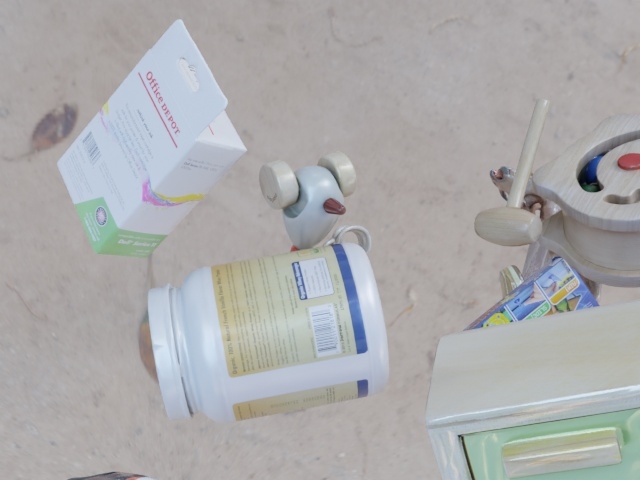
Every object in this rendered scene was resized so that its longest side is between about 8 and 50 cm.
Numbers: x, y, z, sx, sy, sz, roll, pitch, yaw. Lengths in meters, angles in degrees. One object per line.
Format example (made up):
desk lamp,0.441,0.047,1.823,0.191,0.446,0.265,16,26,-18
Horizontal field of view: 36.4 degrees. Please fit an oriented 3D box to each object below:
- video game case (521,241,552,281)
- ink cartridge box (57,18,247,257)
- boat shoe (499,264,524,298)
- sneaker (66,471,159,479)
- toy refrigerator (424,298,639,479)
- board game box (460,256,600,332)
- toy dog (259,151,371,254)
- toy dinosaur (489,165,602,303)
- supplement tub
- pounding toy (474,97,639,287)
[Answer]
video game case,0.415,0.047,1.813,0.026,0.274,0.196,18,74,1
ink cartridge box,-0.257,-0.158,1.575,0.119,0.353,0.207,9,45,-51
boat shoe,0.285,0.133,1.447,0.072,0.068,0.190,-14,92,9
sneaker,-0.107,0.168,0.599,0.065,0.158,0.061,13,68,22
toy refrigerator,0.192,0.083,0.440,0.270,0.094,0.102,-12,108,16
board game box,0.278,0.133,1.275,0.201,0.035,0.136,-36,96,-13
toy dog,0.000,0.000,1.712,0.220,0.333,0.161,-32,42,-10
toy dinosaur,0.403,-0.006,1.584,0.127,0.200,0.295,-12,79,-24
supplement tub,-0.075,0.136,1.404,0.316,0.228,0.228,-10,76,-5
pounding toy,0.287,-0.062,0.937,0.269,0.154,0.154,-35,37,-31
